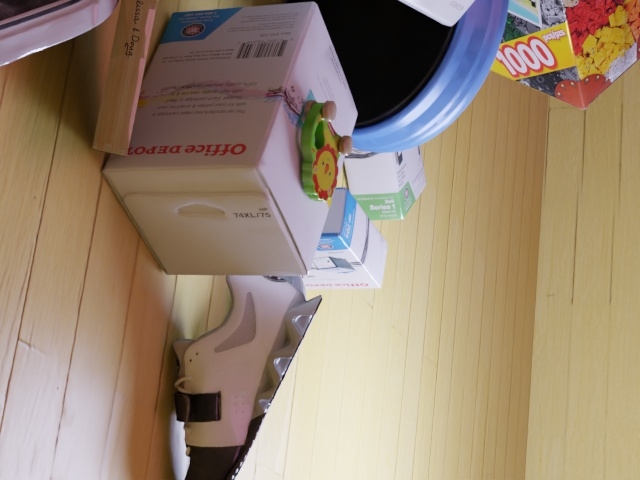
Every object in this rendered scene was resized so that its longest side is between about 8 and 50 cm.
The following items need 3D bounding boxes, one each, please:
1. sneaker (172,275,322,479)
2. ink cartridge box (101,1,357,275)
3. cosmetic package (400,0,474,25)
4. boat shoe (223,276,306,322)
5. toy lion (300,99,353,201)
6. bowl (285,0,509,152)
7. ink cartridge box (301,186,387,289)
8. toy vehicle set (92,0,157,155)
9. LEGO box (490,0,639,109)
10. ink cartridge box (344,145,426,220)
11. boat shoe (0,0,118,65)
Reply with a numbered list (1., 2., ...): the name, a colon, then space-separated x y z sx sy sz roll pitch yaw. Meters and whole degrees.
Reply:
1. sneaker: -0.130 0.190 1.625 0.122 0.146 0.330 121 -7 -85
2. ink cartridge box: -0.099 -0.119 1.580 0.197 0.198 0.270 66 32 -46
3. cosmetic package: 0.075 -0.529 1.588 0.393 0.329 0.327 49 19 25
4. boat shoe: -0.081 0.101 1.767 0.227 0.079 0.081 -62 148 -45
5. toy lion: 0.000 -0.098 1.523 0.096 0.034 0.100 -67 149 -30
6. bowl: 0.089 -0.320 1.843 0.077 0.391 0.391 12 76 -42
7. ink cartridge box: 0.000 0.000 1.891 0.190 0.140 0.082 51 42 -57
8. toy vehicle set: -0.196 -0.221 1.380 0.166 0.035 0.266 -152 -107 -80
9. LEGO box: 0.250 -0.469 2.035 0.193 0.500 0.372 -42 136 -18
10. ink cartridge box: 0.102 -0.164 2.215 0.160 0.093 0.219 -53 137 -58
11. boat shoe: -0.291 -0.235 1.212 0.335 0.121 0.119 -51 135 -58
